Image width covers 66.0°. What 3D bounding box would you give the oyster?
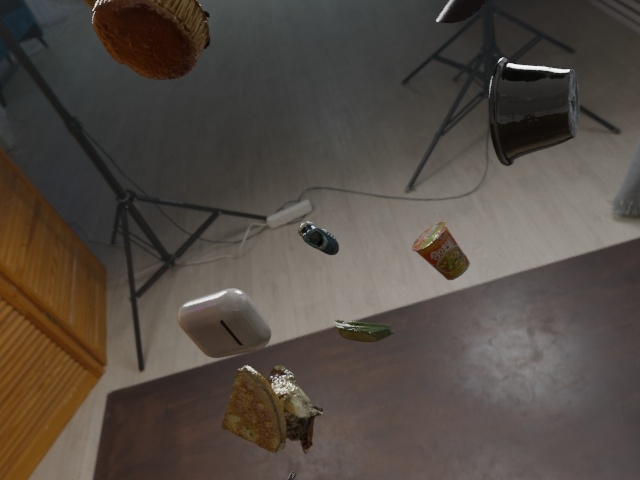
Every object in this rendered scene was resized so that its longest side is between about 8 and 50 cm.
[{"bbox_3d":[-0.081,0.385,1.136,0.100,0.271,0.275,-33,36,-21],"label":"oyster"}]

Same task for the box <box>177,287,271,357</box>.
[{"bbox_3d":[-0.384,0.336,1.961,0.348,0.289,0.141,-18,27,29],"label":"box"}]

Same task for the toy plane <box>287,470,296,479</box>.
[{"bbox_3d":[-0.102,0.652,1.262,0.031,0.049,0.120,27,41,24],"label":"toy plane"}]

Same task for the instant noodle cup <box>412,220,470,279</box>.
[{"bbox_3d":[0.541,0.056,2.159,0.193,0.212,0.193,-41,10,9],"label":"instant noodle cup"}]

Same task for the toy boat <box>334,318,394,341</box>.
[{"bbox_3d":[0.163,0.366,1.996,0.292,0.093,0.055,-5,37,46],"label":"toy boat"}]

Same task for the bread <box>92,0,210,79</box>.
[{"bbox_3d":[-0.307,-0.382,0.895,0.198,0.199,0.104,1,59,22],"label":"bread"}]

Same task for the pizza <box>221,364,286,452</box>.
[{"bbox_3d":[-0.132,0.331,0.963,0.134,0.046,0.175,-20,83,22],"label":"pizza"}]

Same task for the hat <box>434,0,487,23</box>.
[{"bbox_3d":[0.330,-0.621,1.004,0.336,0.209,0.238,-39,18,21],"label":"hat"}]

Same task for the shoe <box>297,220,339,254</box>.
[{"bbox_3d":[0.000,0.000,1.439,0.064,0.142,0.071,-50,27,12],"label":"shoe"}]

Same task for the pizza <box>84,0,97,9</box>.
[{"bbox_3d":[-0.426,-0.547,1.055,0.062,0.182,0.161,39,89,23],"label":"pizza"}]

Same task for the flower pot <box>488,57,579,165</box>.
[{"bbox_3d":[0.469,-0.284,1.060,0.148,0.235,0.235,1,47,36],"label":"flower pot"}]
